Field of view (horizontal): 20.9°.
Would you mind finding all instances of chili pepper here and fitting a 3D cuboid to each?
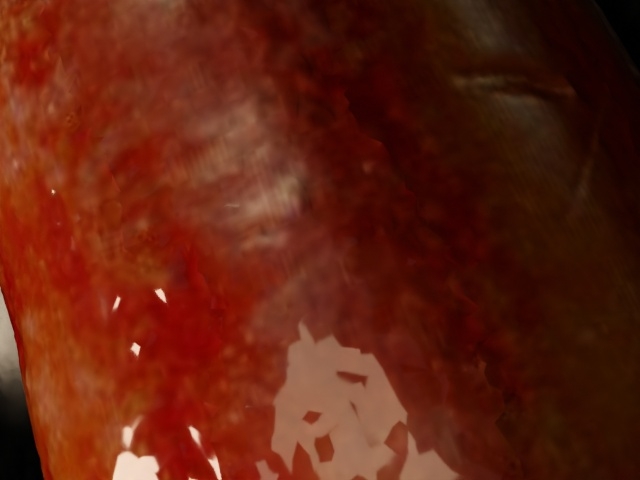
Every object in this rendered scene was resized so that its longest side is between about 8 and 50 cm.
[{"bbox_3d":[0.000,0.000,0.631,0.251,0.229,0.305,-35,69,31],"label":"chili pepper"}]
